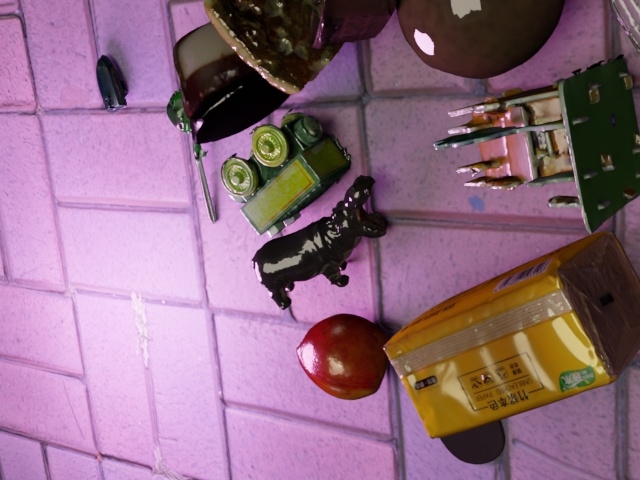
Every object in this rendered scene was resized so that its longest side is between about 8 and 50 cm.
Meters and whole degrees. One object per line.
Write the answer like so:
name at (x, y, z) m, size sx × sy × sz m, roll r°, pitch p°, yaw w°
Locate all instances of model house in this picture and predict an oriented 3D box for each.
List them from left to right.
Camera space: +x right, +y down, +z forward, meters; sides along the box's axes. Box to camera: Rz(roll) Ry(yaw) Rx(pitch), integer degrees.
model house at (0.333, -0.136, 1.545) m, size 0.312 × 0.357 × 0.243 m, roll -10°, pitch 101°, yaw 35°

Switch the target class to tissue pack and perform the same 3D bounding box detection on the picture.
tissue pack at (0.355, 0.170, 1.673) m, size 0.381 × 0.293 × 0.228 m, roll -28°, pitch 89°, yaw 38°

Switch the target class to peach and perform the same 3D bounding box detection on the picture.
peach at (0.046, 0.241, 1.988) m, size 0.197 × 0.197 × 0.198 m, roll 12°, pitch 112°, yaw 32°

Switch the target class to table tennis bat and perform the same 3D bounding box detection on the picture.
table tennis bat at (0.279, 0.340, 1.958) m, size 0.154 × 0.021 × 0.274 m, roll -29°, pitch 90°, yaw 38°

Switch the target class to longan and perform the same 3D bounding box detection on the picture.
longan at (0.266, -0.411, 1.551) m, size 0.297 × 0.297 × 0.298 m, roll 12°, pitch 112°, yaw 32°

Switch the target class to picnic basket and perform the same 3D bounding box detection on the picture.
picnic basket at (0.057, -0.436, 1.608) m, size 0.129 × 0.297 × 0.223 m, roll 5°, pitch 90°, yaw -4°

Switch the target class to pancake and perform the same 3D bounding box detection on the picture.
pancake at (-0.087, -0.485, 1.795) m, size 0.427 × 0.304 × 0.067 m, roll 56°, pitch 157°, yaw 7°

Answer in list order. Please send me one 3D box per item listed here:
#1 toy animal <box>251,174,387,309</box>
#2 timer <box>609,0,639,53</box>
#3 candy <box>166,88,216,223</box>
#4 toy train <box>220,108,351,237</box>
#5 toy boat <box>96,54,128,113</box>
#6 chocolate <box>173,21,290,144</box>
toy animal at (0.015, 0.008, 1.958) m, size 0.343 × 0.106 × 0.168 m, roll -36°, pitch 116°, yaw 24°
timer at (0.566, -0.387, 1.481) m, size 0.208 × 0.069 × 0.191 m, roll -34°, pitch 82°, yaw 39°
candy at (-0.274, -0.189, 2.151) m, size 0.097 × 0.097 × 0.324 m, roll 6°, pitch 117°, yaw 34°
toy train at (-0.079, -0.143, 1.968) m, size 0.271 × 0.159 × 0.188 m, roll -38°, pitch 88°, yaw 37°
toy boat at (-0.501, -0.376, 2.252) m, size 0.055 × 0.060 × 0.141 m, roll -21°, pitch 85°, yaw 38°
chocolate at (-0.182, -0.345, 1.905) m, size 0.283 × 0.283 × 0.186 m, roll -40°, pitch 80°, yaw 37°
